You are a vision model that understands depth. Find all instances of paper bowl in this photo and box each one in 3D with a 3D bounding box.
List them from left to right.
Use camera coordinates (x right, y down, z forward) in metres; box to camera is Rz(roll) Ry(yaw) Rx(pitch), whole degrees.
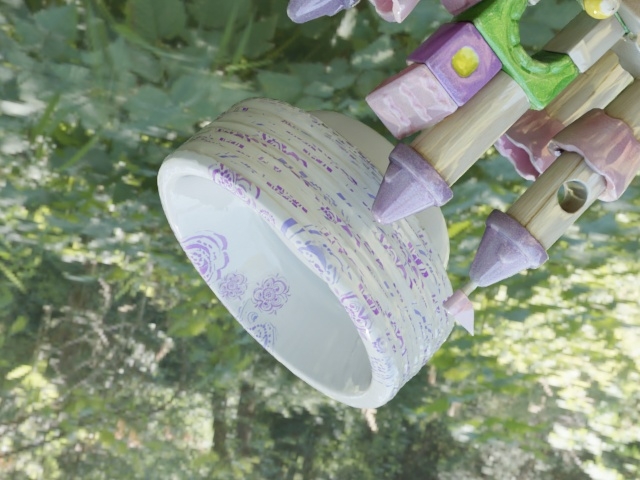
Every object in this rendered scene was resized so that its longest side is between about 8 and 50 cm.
[{"bbox_3d":[0.000,0.000,0.776,0.284,0.148,0.284,37,154,22],"label":"paper bowl"}]

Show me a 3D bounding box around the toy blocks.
[{"bbox_3d":[0.120,-0.111,0.586,0.288,0.260,0.309,47,178,-20],"label":"toy blocks"}]
